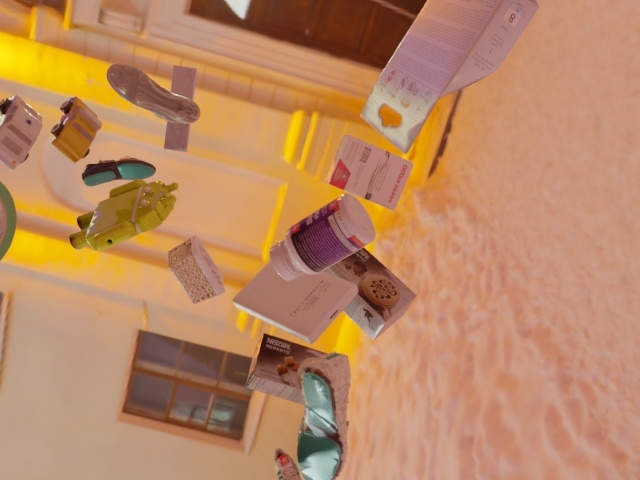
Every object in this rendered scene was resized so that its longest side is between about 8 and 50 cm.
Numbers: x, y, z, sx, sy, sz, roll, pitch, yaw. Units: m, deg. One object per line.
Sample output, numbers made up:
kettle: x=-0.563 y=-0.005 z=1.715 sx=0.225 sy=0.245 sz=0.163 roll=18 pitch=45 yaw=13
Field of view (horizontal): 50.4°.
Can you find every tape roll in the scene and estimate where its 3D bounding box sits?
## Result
tape roll: x=-1.068 y=-0.050 z=2.042 sx=0.321 sy=0.077 sz=0.321 roll=12 pitch=-90 yaw=-67

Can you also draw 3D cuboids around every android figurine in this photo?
android figurine: x=-0.464 y=-0.066 z=1.626 sx=0.248 sy=0.272 sz=0.056 roll=-96 pitch=-16 yaw=-56

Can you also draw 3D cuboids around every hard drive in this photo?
hard drive: x=-0.073 y=0.153 z=1.864 sx=0.203 sy=0.307 sz=0.040 roll=-46 pitch=-48 yaw=-26

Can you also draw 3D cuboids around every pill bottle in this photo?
pill bottle: x=0.000 y=0.000 z=1.311 sx=0.193 sy=0.108 sz=0.108 roll=-31 pitch=24 yaw=21

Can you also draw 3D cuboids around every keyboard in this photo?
keyboard: x=-0.427 y=-0.401 z=2.071 sx=0.014 sy=0.072 sz=0.256 roll=-46 pitch=-36 yaw=-85

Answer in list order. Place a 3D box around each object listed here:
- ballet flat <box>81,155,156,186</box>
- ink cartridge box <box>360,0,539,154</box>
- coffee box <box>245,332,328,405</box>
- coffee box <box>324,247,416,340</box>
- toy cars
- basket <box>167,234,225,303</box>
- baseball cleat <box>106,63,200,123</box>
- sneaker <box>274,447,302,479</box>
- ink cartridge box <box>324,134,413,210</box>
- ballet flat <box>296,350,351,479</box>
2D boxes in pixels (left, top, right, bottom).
ballet flat: x=-0.551 y=-0.199 z=1.856 sx=0.074 sy=0.203 sz=0.074 roll=-10 pitch=-90 yaw=-90
ink cartridge box: x=0.261 y=-0.382 z=1.482 sx=0.385 sy=0.091 sz=0.308 roll=-59 pitch=27 yaw=15
coffee box: x=-0.077 y=0.383 z=1.975 sx=0.098 sy=0.246 sz=0.141 roll=122 pitch=165 yaw=-50
coffee box: x=0.127 y=0.143 z=2.131 sx=0.168 sy=0.297 sz=0.119 roll=-32 pitch=-22 yaw=-39
toy cars: x=-0.638 y=-0.274 z=1.621 sx=0.176 sy=0.087 sz=0.393 roll=66 pitch=-158 yaw=-2
basket: x=-0.364 y=0.089 z=1.982 sx=0.167 sy=0.103 sz=0.113 roll=62 pitch=-178 yaw=-30
baseball cleat: x=-0.351 y=-0.289 z=1.392 sx=0.109 sy=0.206 sz=0.072 roll=1 pitch=67 yaw=58
sneaker: x=-0.085 y=0.584 z=1.710 sx=0.161 sy=0.057 sz=0.075 roll=-142 pitch=35 yaw=-67
ink cartridge box: x=0.158 y=-0.223 z=2.226 sx=0.100 sy=0.237 sz=0.172 roll=-134 pitch=66 yaw=-77
ballet flat: x=0.027 y=0.447 z=1.711 sx=0.147 sy=0.147 sz=0.409 roll=-82 pitch=-4 yaw=-57
